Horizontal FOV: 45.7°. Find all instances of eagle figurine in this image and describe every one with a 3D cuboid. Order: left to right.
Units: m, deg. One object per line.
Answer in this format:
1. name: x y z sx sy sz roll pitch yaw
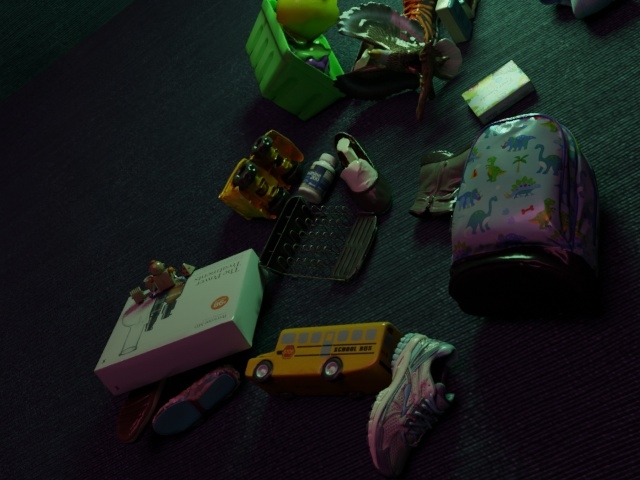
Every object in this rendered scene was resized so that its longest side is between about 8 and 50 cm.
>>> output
1. eagle figurine: 0.179 -0.457 1.906 0.226 0.225 0.298 -53 42 -7

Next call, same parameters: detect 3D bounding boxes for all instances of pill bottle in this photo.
1. pill bottle: -0.002 -0.160 1.941 0.067 0.067 0.120 12 66 44

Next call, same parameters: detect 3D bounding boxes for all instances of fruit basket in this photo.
1. fruit basket: -0.036 -0.583 2.138 0.392 0.282 0.392 -30 47 38

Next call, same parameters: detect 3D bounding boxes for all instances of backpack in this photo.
1. backpack: 0.389 -0.061 1.431 0.290 0.273 0.356 -7 41 44

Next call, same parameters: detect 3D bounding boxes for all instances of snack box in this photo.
1. snack box: 0.412 -0.345 1.767 0.141 0.037 0.100 -35 44 13

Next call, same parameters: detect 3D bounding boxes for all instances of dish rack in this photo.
1. dish rack: 0.000 0.000 1.809 0.271 0.074 0.208 5 62 41

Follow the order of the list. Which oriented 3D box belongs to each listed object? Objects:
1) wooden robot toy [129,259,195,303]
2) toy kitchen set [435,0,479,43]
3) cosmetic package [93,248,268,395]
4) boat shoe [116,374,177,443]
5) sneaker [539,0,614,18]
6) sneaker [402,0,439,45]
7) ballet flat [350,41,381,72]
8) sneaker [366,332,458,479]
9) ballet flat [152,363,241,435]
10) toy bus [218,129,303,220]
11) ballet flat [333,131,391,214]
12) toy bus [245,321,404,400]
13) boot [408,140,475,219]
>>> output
1. wooden robot toy: -0.403 0.082 1.882 0.173 0.079 0.076 -27 24 6
2. toy kitchen set: 0.410 -0.635 1.936 0.166 0.122 0.207 -6 55 37
3. cosmetic package: -0.323 0.191 1.807 0.377 0.097 0.284 -22 30 17
4. boat shoe: -0.398 0.378 1.821 0.095 0.095 0.258 -8 46 31
5. sneaker: 0.561 -0.648 1.812 0.150 0.135 0.366 -34 41 9
6. sneaker: 0.236 -0.622 2.024 0.124 0.180 0.321 -7 54 36
7. ballet flat: 0.132 -0.504 2.029 0.076 0.079 0.222 27 115 11
8. sneaker: 0.175 0.302 1.400 0.122 0.110 0.283 1 59 36
9. ballet flat: -0.281 0.368 1.760 0.241 0.091 0.077 -34 12 8
10. toy bus: -0.174 -0.164 2.050 0.211 0.149 0.220 -11 48 54
11. ballet flat: 0.086 -0.172 1.856 0.095 0.096 0.280 -36 42 10
12. toy bus: 0.007 0.252 1.575 0.332 0.108 0.130 -9 53 35
13. boot: 0.311 -0.121 1.657 0.246 0.083 0.161 -9 60 42
